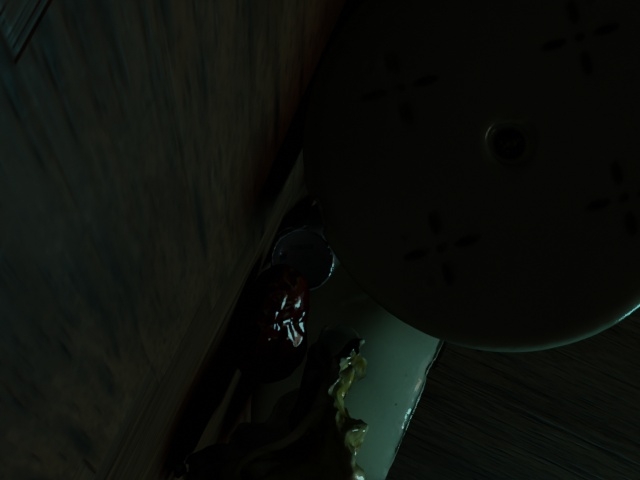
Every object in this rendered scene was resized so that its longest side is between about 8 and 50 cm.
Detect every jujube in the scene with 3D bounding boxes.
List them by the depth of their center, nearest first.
[{"bbox_3d":[-0.045,0.080,1.411,0.077,0.077,0.129,-60,168,-50],"label":"jujube"}]

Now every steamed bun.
[{"bbox_3d":[0.031,0.162,1.848,0.324,0.206,0.324,22,90,-85],"label":"steamed bun"}]

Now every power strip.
[{"bbox_3d":[0.170,-0.079,1.234,0.161,0.357,0.358,-5,119,-83],"label":"power strip"}]

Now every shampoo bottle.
[{"bbox_3d":[0.000,0.000,1.529,0.214,0.072,0.072,-47,161,-75],"label":"shampoo bottle"}]

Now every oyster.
[{"bbox_3d":[-0.025,0.195,1.474,0.238,0.115,0.351,-42,-168,-9],"label":"oyster"}]
